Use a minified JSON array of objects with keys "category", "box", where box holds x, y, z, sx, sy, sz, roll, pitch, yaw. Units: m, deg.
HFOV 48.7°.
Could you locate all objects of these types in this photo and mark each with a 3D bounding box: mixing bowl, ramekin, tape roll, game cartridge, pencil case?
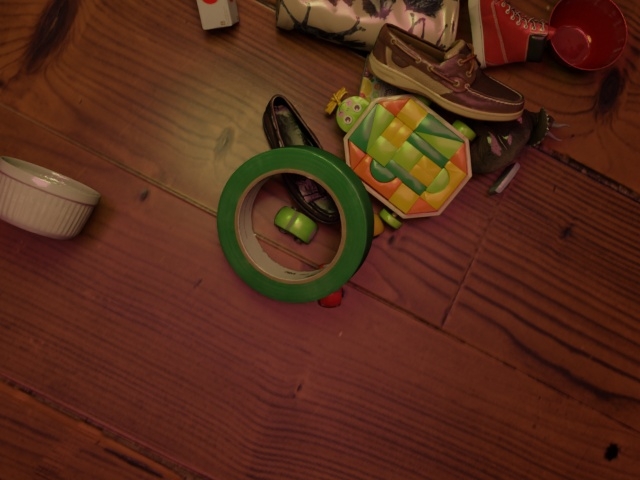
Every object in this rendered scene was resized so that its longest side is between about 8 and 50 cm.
[{"category":"mixing bowl","box":[0.585,-0.459,1.606,0.182,0.098,0.181,1,85,-6]},{"category":"ramekin","box":[-0.563,-0.081,1.428,0.207,0.207,0.109,24,92,-3]},{"category":"tape roll","box":[-0.052,-0.034,1.457,0.321,0.077,0.321,4,103,16]},{"category":"game cartridge","box":[0.413,-0.138,1.586,0.017,0.056,0.083,38,84,-2]},{"category":"pencil case","box":[0.095,-0.508,1.537,0.411,0.160,0.183,13,84,-4]}]

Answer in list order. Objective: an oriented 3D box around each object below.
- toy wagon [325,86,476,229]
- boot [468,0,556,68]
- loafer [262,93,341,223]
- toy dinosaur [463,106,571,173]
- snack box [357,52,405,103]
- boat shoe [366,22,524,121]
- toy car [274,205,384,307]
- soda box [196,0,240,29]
[{"category":"toy wagon","box":[0.154,-0.202,1.528,0.344,0.068,0.267,39,99,0]},{"category":"boot","box":[0.412,-0.495,1.524,0.176,0.088,0.244,0,127,23]},{"category":"loafer","box":[-0.039,-0.174,1.507,0.109,0.095,0.302,-27,77,-11]},{"category":"toy dinosaur","box":[0.386,-0.225,1.554,0.313,0.121,0.160,-37,68,-9]},{"category":"snack box","box":[0.138,-0.338,1.588,0.100,0.037,0.141,12,84,-5]},{"category":"boat shoe","box":[0.270,-0.351,1.454,0.342,0.123,0.123,23,39,4]},{"category":"toy car","box":[0.000,0.000,1.540,0.225,0.053,0.239,32,83,-2]},{"category":"soda box","box":[-0.233,-0.565,1.505,0.069,0.074,0.216,-5,115,12]}]
